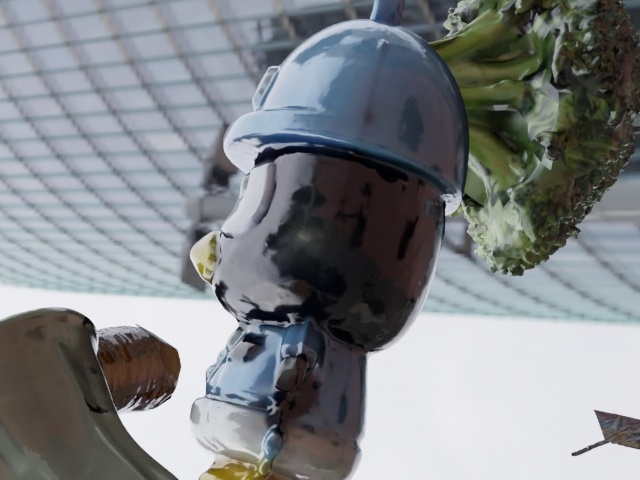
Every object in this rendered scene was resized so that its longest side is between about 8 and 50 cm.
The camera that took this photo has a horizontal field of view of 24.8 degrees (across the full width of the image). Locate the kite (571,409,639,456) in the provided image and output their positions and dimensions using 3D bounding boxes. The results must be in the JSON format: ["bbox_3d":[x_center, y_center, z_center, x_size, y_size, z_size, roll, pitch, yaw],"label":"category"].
[{"bbox_3d":[0.170,0.114,0.869,0.078,0.044,0.002,4,-60,-29],"label":"kite"}]

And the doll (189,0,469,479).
[{"bbox_3d":[0.000,0.000,0.827,0.141,0.177,0.314,18,-101,-1],"label":"doll"}]

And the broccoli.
[{"bbox_3d":[0.146,-0.106,1.057,0.176,0.198,0.226,-30,-61,-13],"label":"broccoli"}]

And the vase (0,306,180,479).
[{"bbox_3d":[-0.039,0.192,0.564,0.165,0.165,0.360,-16,-122,-45],"label":"vase"}]

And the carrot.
[{"bbox_3d":[-0.190,0.097,1.009,0.260,0.070,0.070,-2,-88,-58],"label":"carrot"}]
